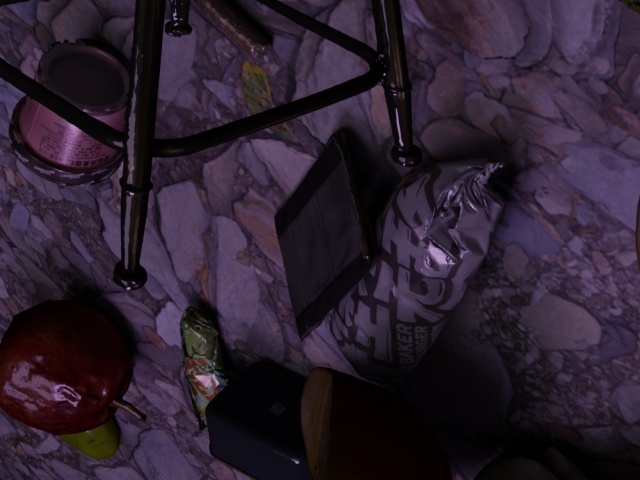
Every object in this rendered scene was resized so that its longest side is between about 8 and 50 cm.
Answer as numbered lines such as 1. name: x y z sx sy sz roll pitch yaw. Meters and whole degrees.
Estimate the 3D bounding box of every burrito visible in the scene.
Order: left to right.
1. burrito: -0.159 0.214 1.771 0.104 0.054 0.288 22 138 29
2. burrito: 0.103 0.022 1.279 0.139 0.101 0.445 48 149 16

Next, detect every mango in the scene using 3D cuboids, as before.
1. mango: -0.434 0.335 2.152 0.163 0.089 0.117 41 139 -14

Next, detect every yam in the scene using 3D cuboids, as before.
1. yam: -0.113 -0.257 1.280 0.145 0.032 0.032 46 145 1

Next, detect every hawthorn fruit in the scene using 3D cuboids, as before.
1. hawthorn fruit: -0.393 0.217 1.899 0.266 0.210 0.230 23 128 7

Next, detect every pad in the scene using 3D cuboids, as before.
1. pad: 0.001 0.000 1.345 0.233 0.022 0.174 128 134 -56

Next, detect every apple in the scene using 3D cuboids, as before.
1. apple: 0.033 0.338 1.380 0.329 0.295 0.365 54 178 -4

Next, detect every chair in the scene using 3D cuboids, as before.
1. chair: -0.127 -0.268 0.989 0.364 0.362 0.410 32 130 32

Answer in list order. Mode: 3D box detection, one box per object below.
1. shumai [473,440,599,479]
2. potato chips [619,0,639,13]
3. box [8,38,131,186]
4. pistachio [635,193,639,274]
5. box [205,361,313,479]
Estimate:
1. shumai: 0.308 0.354 1.371 0.263 0.304 0.309 -120 17 -47
2. potato chips: 0.229 -0.335 0.823 0.429 0.070 0.358 52 148 -7
3. box: -0.307 -0.167 1.469 0.151 0.151 0.135 39 137 9
4. pistachio: 0.351 -0.021 0.899 0.230 0.230 0.309 13 130 38
5. box: -0.053 0.263 1.640 0.201 0.144 0.090 21 134 32
